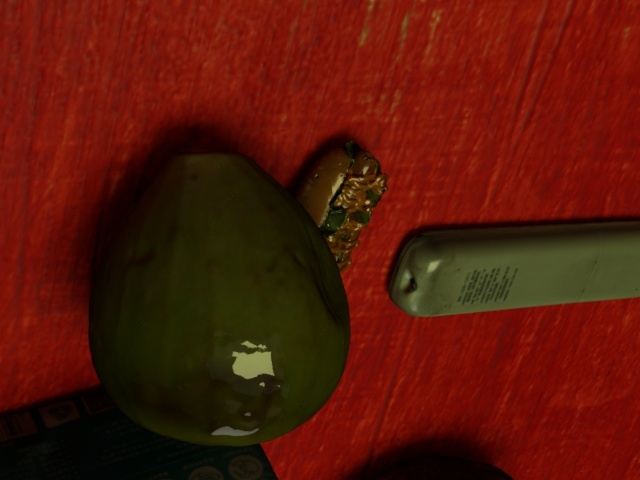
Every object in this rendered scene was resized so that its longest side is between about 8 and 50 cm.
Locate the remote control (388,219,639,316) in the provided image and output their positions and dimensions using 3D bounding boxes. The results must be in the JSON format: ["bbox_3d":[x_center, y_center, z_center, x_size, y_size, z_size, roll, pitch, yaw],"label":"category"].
[{"bbox_3d":[0.206,0.025,1.506,0.310,0.038,0.090,-4,129,-28],"label":"remote control"}]

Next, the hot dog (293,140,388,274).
[{"bbox_3d":[0.000,0.000,1.353,0.072,0.055,0.188,2,126,-33],"label":"hot dog"}]

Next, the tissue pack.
[{"bbox_3d":[-0.177,0.230,1.363,0.271,0.192,0.134,-14,133,-17],"label":"tissue pack"}]

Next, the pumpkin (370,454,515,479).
[{"bbox_3d":[0.116,0.343,1.634,0.260,0.189,0.260,-16,134,-18],"label":"pumpkin"}]

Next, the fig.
[{"bbox_3d":[-0.076,0.052,1.249,0.207,0.207,0.230,-8,132,-24],"label":"fig"}]
